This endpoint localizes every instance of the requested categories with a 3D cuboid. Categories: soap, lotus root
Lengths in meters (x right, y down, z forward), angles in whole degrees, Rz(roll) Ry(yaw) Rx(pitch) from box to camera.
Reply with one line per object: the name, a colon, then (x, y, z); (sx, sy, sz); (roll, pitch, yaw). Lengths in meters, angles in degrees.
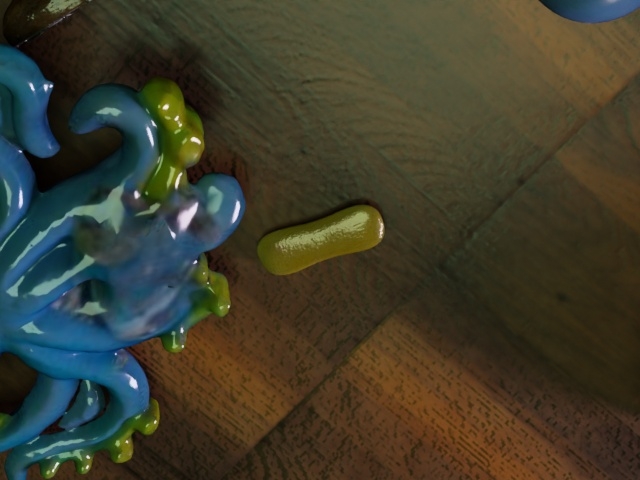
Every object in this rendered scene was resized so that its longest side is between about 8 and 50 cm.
soap: (0.000, 0.000, 0.903); (0.089, 0.012, 0.034); (-18, 110, 12)
lotus root: (-0.169, -0.151, 0.839); (0.083, 0.037, 0.030); (-30, 104, 16)

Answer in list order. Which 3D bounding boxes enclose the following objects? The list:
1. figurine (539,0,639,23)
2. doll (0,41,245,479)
figurine: (0.190, -0.199, 0.762); (0.178, 0.114, 0.144); (-5, 106, -6)
doll: (-0.214, 0.017, 0.889); (0.341, 0.099, 0.346); (-17, 125, 0)
